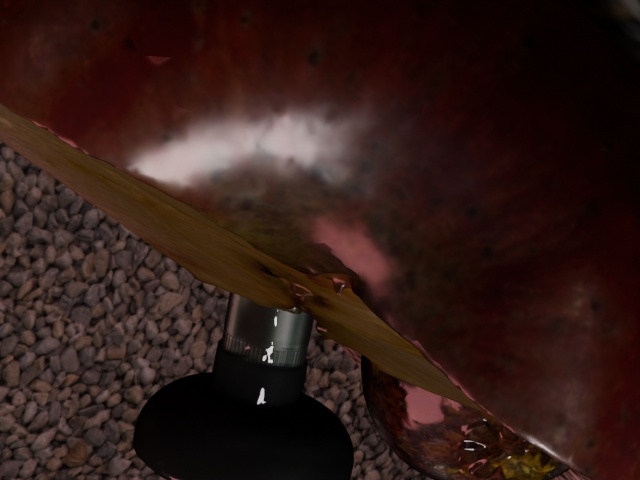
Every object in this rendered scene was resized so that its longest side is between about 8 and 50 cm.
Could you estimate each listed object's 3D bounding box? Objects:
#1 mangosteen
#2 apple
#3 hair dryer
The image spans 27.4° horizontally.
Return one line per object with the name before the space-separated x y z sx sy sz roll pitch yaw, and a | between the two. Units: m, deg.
mangosteen | 0.118 0.067 0.941 0.192 0.192 0.217 50 -158 -38
apple | 0.008 -0.015 0.612 0.365 0.295 0.328 83 167 -83
hair dryer | 0.011 0.019 0.984 0.156 0.320 0.284 17 -177 27
